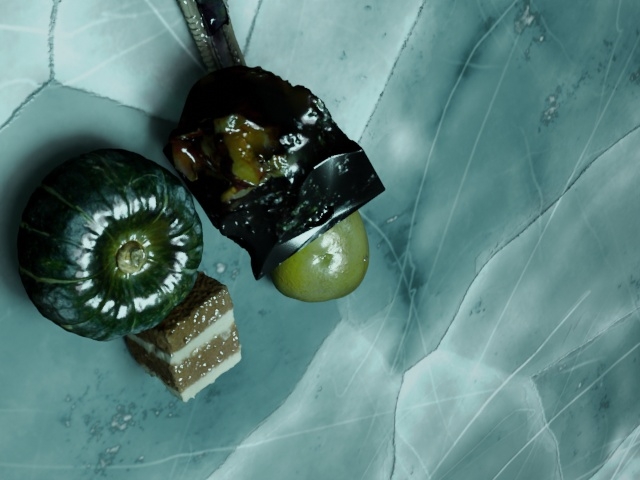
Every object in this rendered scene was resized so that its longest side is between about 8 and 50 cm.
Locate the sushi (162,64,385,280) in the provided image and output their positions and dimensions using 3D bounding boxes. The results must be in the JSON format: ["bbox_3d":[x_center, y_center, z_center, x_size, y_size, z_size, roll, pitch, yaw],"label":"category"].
[{"bbox_3d":[-0.082,-0.123,1.814,0.215,0.227,0.212,-34,134,-4],"label":"sushi"}]

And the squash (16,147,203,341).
[{"bbox_3d":[-0.274,0.004,1.785,0.252,0.165,0.252,-20,126,-31],"label":"squash"}]

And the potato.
[{"bbox_3d":[0.000,0.000,2.068,0.157,0.157,0.194,-8,103,-40],"label":"potato"}]

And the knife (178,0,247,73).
[{"bbox_3d":[-0.124,-0.255,1.877,0.089,0.043,0.365,-34,132,-18],"label":"knife"}]

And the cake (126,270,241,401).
[{"bbox_3d":[-0.197,0.128,1.945,0.134,0.135,0.147,-39,133,-24],"label":"cake"}]
